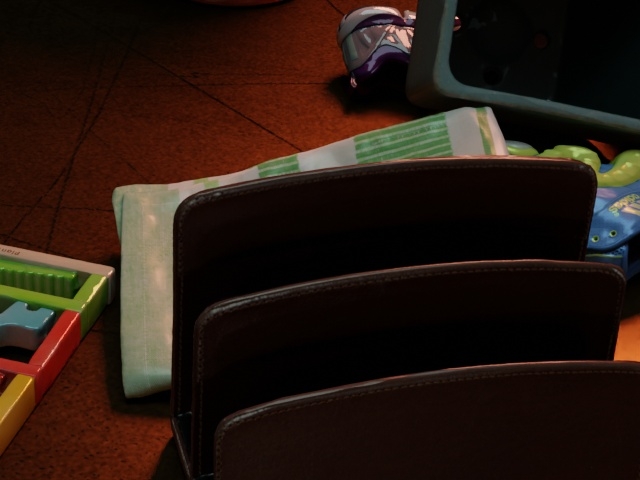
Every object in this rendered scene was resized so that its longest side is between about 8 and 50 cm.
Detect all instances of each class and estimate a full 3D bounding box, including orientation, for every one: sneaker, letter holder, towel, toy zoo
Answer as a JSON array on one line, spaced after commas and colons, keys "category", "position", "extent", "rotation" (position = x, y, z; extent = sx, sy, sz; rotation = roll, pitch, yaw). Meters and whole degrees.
[{"category": "sneaker", "position": [0.129, -0.175, 1.734], "extent": [0.224, 0.083, 0.098], "rotation": [-1, 56, -5]}, {"category": "letter holder", "position": [0.061, 0.070, 1.167], "extent": [0.302, 0.214, 0.152], "rotation": [-5, 32, -14]}, {"category": "towel", "position": [0.000, 0.000, 1.362], "extent": [0.325, 0.038, 0.248], "rotation": [-12, 38, 1]}, {"category": "toy zoo", "position": [-0.293, 0.087, 1.285], "extent": [0.192, 0.030, 0.293], "rotation": [10, 32, 11]}, {"category": "sneaker", "position": [0.195, -0.019, 1.448], "extent": [0.240, 0.091, 0.126], "rotation": [-7, 39, -7]}]

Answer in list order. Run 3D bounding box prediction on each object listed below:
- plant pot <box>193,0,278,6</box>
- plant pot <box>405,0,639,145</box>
[{"category": "plant pot", "position": [-0.094, -0.414, 1.900], "extent": [0.272, 0.265, 0.272], "rotation": [2, 31, -1]}, {"category": "plant pot", "position": [0.201, -0.213, 1.585], "extent": [0.247, 0.248, 0.252], "rotation": [10, -6, -12]}]
